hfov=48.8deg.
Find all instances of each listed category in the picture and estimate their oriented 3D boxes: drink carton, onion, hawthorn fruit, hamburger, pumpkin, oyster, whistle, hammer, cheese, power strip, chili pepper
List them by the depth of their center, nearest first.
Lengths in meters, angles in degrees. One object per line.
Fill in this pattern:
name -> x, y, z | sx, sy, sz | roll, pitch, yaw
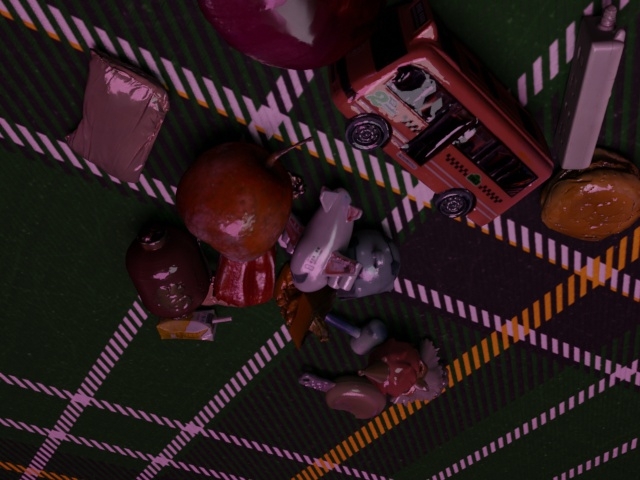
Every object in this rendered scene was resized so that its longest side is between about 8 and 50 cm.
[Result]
onion -> -0.072, -0.420, 1.009 | 0.385, 0.348, 0.348 | 12, 154, 47
power strip -> 0.484, -0.269, 1.281 | 0.058, 0.098, 0.338 | 1, 138, 5
hawthorn fruit -> -0.170, -0.093, 1.431 | 0.235, 0.263, 0.231 | 17, 170, -3
hamburger -> 0.569, -0.093, 1.477 | 0.213, 0.108, 0.214 | 2, 143, 2
oyster -> -0.091, -0.101, 1.541 | 0.086, 0.029, 0.132 | 29, 130, -27
whistle -> 0.101, 0.054, 1.647 | 0.163, 0.163, 0.289 | 11, 172, -10
chili pepper -> -0.165, 0.039, 1.651 | 0.144, 0.136, 0.253 | 27, 131, 14
pumpkin -> -0.019, 0.156, 1.684 | 0.126, 0.248, 0.131 | 14, 117, -25
drink carton -> -0.327, 0.222, 1.875 | 0.200, 0.084, 0.074 | 2, 135, 7
hammer -> 0.079, 0.232, 1.888 | 0.194, 0.069, 0.116 | 30, 130, -21
cheese -> 0.062, 0.454, 2.128 | 0.286, 0.082, 0.163 | 22, 134, -18

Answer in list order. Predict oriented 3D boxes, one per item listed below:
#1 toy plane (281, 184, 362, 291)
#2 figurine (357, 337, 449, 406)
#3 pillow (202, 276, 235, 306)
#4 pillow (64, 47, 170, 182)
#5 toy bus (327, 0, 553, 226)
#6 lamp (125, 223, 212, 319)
toy plane -> 0.003, 0.000, 1.529 | 0.118, 0.252, 0.252 | -1, 151, -48
figurine -> 0.229, 0.355, 1.901 | 0.207, 0.166, 0.387 | -55, 144, 6
pillow -> -0.312, 0.124, 1.796 | 0.232, 0.043, 0.126 | 6, 143, -9
pillow -> -0.399, -0.233, 1.375 | 0.173, 0.067, 0.270 | 23, 134, -16
toy bus -> 0.218, -0.223, 1.268 | 0.233, 0.203, 0.427 | -36, 128, 29
lamp -> -0.347, 0.068, 1.631 | 0.180, 0.180, 0.258 | -5, 130, 8
